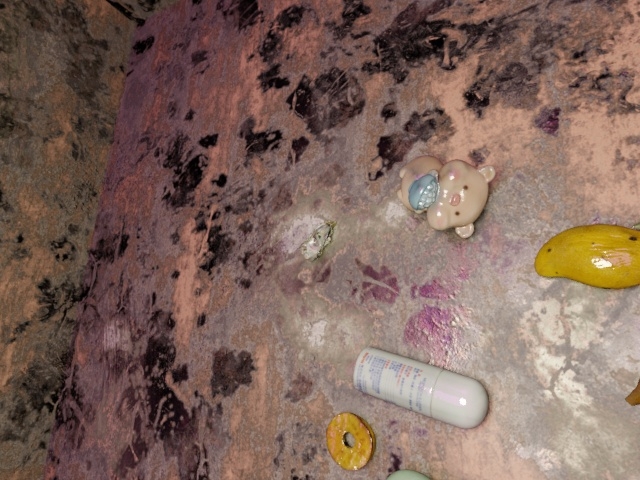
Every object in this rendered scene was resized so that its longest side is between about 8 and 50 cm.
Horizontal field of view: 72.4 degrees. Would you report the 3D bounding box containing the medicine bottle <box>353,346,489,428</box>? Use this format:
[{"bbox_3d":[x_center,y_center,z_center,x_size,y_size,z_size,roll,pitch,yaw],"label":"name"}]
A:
[{"bbox_3d":[0.262,0.384,1.146,0.341,0.130,0.130,8,78,34],"label":"medicine bottle"}]

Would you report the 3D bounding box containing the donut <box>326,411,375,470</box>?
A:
[{"bbox_3d":[0.089,0.564,1.235,0.152,0.058,0.151,-11,67,28],"label":"donut"}]

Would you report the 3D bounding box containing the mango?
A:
[{"bbox_3d":[0.651,0.037,1.040,0.262,0.109,0.157,-3,74,32],"label":"mango"}]

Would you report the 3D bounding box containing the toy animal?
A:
[{"bbox_3d":[0.343,-0.137,1.252,0.221,0.230,0.209,-107,25,-69],"label":"toy animal"}]

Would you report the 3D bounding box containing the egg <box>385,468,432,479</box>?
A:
[{"bbox_3d":[0.228,0.690,1.018,0.203,0.203,0.282,-29,56,20],"label":"egg"}]

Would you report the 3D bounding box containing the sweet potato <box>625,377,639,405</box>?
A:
[{"bbox_3d":[0.752,0.220,0.940,0.066,0.072,0.314,24,90,49],"label":"sweet potato"}]

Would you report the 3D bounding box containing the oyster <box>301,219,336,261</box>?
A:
[{"bbox_3d":[-0.001,0.001,1.486,0.165,0.053,0.108,-56,28,13],"label":"oyster"}]

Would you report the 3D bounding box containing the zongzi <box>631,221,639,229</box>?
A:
[{"bbox_3d":[0.780,-0.066,1.013,0.114,0.052,0.103,11,72,7],"label":"zongzi"}]
